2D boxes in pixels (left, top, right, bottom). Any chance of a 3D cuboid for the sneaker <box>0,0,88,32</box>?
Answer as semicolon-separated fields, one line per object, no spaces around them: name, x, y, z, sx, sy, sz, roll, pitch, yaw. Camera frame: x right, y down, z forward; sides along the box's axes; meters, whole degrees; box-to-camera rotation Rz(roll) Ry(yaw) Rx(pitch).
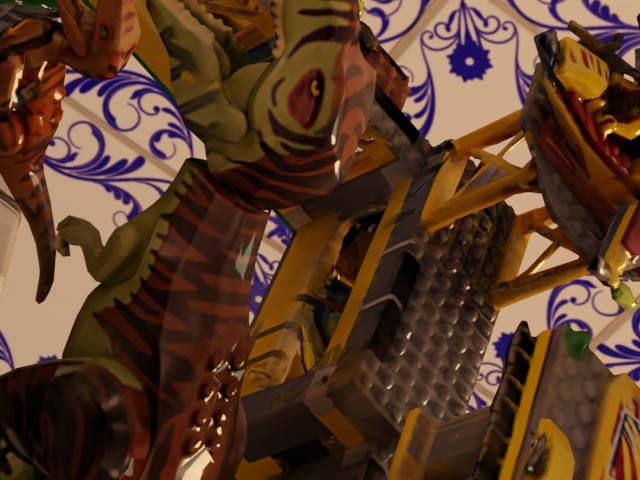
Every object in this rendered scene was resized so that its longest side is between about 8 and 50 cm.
sneaker;-0.079;-0.178;0.804;0.226;0.086;0.163;-56;-166;-10

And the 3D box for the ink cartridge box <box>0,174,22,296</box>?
ink cartridge box;-0.176;0.027;0.630;0.160;0.092;0.219;-54;-169;6

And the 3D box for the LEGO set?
LEGO set;0.000;0.000;0.389;0.192;0.255;0.331;-24;-159;36
